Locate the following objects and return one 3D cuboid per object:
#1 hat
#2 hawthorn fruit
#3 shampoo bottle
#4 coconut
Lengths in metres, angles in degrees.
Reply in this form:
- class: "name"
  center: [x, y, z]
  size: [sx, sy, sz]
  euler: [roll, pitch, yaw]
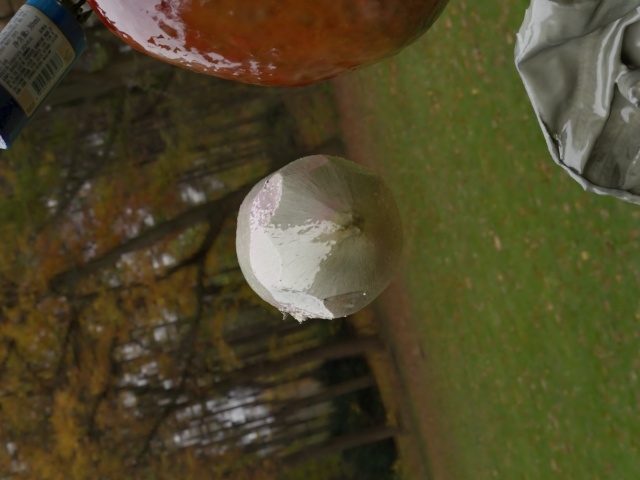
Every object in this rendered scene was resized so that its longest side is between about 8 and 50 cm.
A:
- class: "hat"
  center: [0.250, -0.145, 0.729]
  size: [0.214, 0.245, 0.149]
  euler: [34, 163, 0]
- class: "hawthorn fruit"
  center: [-0.072, -0.261, 0.845]
  size: [0.284, 0.369, 0.285]
  euler: [-15, 73, 62]
- class: "shampoo bottle"
  center: [-0.300, -0.189, 1.181]
  size: [0.183, 0.050, 0.087]
  euler: [-59, -37, -22]
- class: "coconut"
  center: [0.000, 0.000, 1.139]
  size: [0.183, 0.170, 0.171]
  euler: [178, 75, -73]
